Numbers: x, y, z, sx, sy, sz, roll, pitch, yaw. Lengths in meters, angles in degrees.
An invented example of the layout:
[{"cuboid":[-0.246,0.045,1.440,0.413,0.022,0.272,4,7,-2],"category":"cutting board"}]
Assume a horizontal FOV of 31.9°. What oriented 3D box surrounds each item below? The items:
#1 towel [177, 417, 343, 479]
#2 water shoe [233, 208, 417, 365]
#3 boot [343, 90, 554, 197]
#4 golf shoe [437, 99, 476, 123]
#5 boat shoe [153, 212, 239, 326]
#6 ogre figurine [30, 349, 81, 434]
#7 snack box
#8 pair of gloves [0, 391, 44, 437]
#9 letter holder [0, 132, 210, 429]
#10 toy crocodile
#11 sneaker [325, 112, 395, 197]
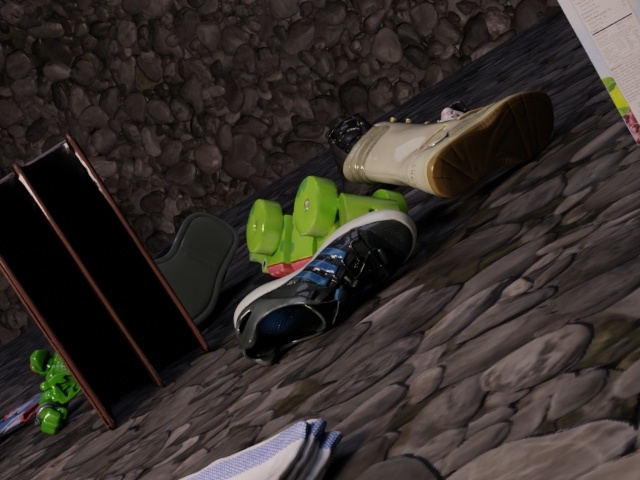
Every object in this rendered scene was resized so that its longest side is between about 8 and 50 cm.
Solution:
[{"cuboid":[-0.115,0.209,0.635,0.209,0.034,0.285,-29,9,30],"category":"towel"},{"cuboid":[0.011,0.051,1.061,0.203,0.073,0.080,-35,29,10],"category":"water shoe"},{"cuboid":[0.146,-0.114,1.265,0.213,0.077,0.165,-31,23,-33],"category":"boot"},{"cuboid":[0.163,-0.118,1.386,0.067,0.086,0.186,-27,10,23],"category":"golf shoe"},{"cuboid":[-0.215,0.080,1.575,0.113,0.127,0.340,-59,5,30],"category":"boat shoe"},{"cuboid":[-0.333,0.168,1.486,0.096,0.197,0.118,3,-22,-20],"category":"ogre figurine"},{"cuboid":[0.279,-0.210,1.039,0.070,0.207,0.174,-29,9,25],"category":"snack box"},{"cuboid":[-0.446,0.263,1.669,0.159,0.023,0.198,-30,7,29],"category":"pair of gloves"},{"cuboid":[-0.266,0.041,1.282,0.152,0.302,0.214,-33,8,-9],"category":"letter holder"},{"cuboid":[0.000,0.000,1.271,0.115,0.105,0.340,10,-13,-24],"category":"toy crocodile"},{"cuboid":[0.058,-0.130,1.723,0.109,0.130,0.286,-30,9,0],"category":"sneaker"}]
